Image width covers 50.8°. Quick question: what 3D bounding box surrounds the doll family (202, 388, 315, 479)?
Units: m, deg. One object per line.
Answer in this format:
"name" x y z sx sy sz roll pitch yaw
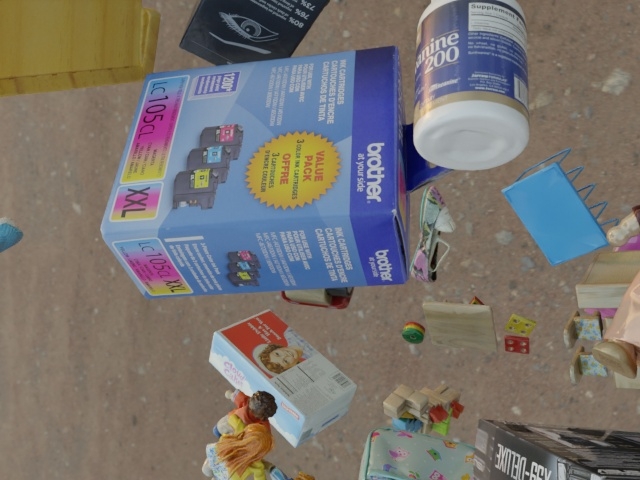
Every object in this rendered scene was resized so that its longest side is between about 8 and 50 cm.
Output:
"doll family" -0.067 0.324 0.904 0.263 0.118 0.163 50 133 6

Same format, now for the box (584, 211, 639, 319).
"box" 0.749 0.087 1.503 0.214 0.117 0.243 27 71 19

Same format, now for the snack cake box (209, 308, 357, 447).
"snack cake box" -0.078 0.264 1.336 0.264 0.152 0.089 38 128 29

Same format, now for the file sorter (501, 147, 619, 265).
"file sorter" 0.441 -0.064 1.223 0.118 0.104 0.170 -31 95 48

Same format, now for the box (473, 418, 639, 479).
"box" 0.339 0.241 0.658 0.242 0.308 0.076 158 118 -79

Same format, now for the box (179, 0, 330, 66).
"box" -0.092 -0.345 0.978 0.207 0.153 0.108 -44 30 44

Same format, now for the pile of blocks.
"pile of blocks" 0.292 0.474 1.804 0.113 0.362 0.148 20 91 36

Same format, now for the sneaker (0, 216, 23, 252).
"sneaker" -0.540 -0.009 1.046 0.229 0.087 0.092 -10 112 46

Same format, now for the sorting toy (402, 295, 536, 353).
"sorting toy" 0.291 0.159 1.342 0.275 0.046 0.132 2 136 25

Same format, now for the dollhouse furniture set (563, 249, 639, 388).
"dollhouse furniture set" 0.530 0.158 1.167 0.212 0.161 0.242 -5 106 34

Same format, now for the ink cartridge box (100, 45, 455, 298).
"ink cartridge box" -0.031 -0.086 0.827 0.396 0.151 0.270 -3 55 9

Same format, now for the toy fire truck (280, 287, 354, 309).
"toy fire truck" 0.000 0.000 1.037 0.159 0.246 0.217 5 76 15

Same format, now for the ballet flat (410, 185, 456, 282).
"ballet flat" 0.253 -0.009 1.487 0.079 0.077 0.221 20 113 30

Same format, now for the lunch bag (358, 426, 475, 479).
"lunch bag" 0.218 0.503 1.380 0.279 0.224 0.107 11 113 6

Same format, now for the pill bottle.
"pill bottle" 0.092 -0.109 0.412 0.067 0.067 0.120 -18 58 43

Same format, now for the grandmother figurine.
"grandmother figurine" 0.457 0.014 0.823 0.208 0.104 0.342 28 80 34

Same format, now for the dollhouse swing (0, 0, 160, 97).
"dollhouse swing" -0.438 -0.362 0.961 0.315 0.347 0.304 2 108 26
